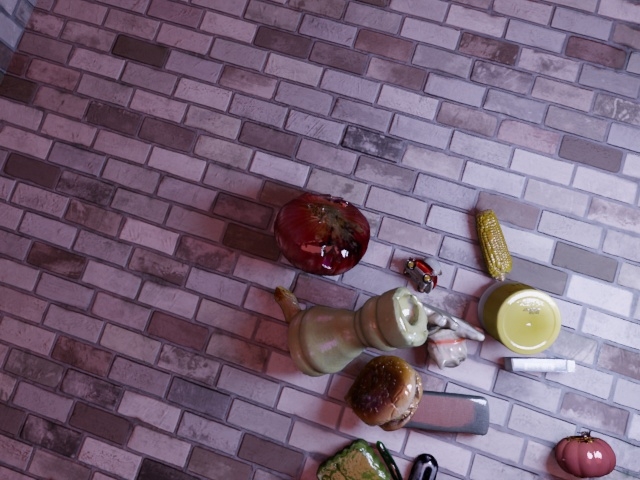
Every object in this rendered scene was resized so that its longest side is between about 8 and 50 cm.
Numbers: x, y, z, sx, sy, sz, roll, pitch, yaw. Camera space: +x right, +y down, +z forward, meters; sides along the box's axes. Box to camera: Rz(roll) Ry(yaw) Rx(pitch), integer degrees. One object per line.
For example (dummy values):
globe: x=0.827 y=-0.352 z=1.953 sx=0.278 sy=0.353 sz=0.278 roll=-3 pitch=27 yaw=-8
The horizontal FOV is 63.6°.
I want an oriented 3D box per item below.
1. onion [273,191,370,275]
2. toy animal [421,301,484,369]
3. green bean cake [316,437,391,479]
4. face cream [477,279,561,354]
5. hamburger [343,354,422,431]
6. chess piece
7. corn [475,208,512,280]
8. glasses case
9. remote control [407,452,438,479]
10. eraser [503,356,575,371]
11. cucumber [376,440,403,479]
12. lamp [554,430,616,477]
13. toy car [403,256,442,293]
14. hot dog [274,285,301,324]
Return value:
onion: x=0.000 y=0.000 z=1.822 sx=0.347 sy=0.285 sz=0.348 roll=10 pitch=45 yaw=-10
toy animal: x=0.393 y=0.322 z=1.721 sx=0.266 sy=0.308 sz=0.188 roll=35 pitch=99 yaw=11
green bean cake: x=0.112 y=0.801 z=1.741 sx=0.214 sy=0.113 sz=0.200 roll=-38 pitch=81 yaw=-2
face cream: x=0.664 y=0.254 z=1.734 sx=0.218 sy=0.179 sz=0.218 roll=0 pitch=95 yaw=-2
hamburger: x=0.213 y=0.506 z=1.731 sx=0.146 sy=0.286 sz=0.243 roll=34 pitch=46 yaw=-29
chess piece: x=0.120 y=0.292 z=1.663 sx=0.442 sy=0.234 sz=0.234 roll=-23 pitch=78 yaw=38
corn: x=0.617 y=0.017 z=1.844 sx=0.097 sy=0.097 sz=0.262 roll=-13 pitch=81 yaw=1
glasses case: x=0.413 y=0.588 z=1.776 sx=0.323 sy=0.074 sz=0.131 roll=4 pitch=80 yaw=4
remote control: x=0.329 y=0.856 z=1.742 sx=0.090 sy=0.066 sz=0.266 roll=19 pitch=82 yaw=10
eraser: x=0.749 y=0.426 z=1.771 sx=0.212 sy=0.092 sz=0.046 roll=1 pitch=80 yaw=4
cucumber: x=0.243 y=0.773 z=1.779 sx=0.036 sy=0.033 sz=0.184 roll=-27 pitch=82 yaw=-19
lamp: x=0.858 y=0.692 z=1.680 sx=0.182 sy=0.182 sz=0.140 roll=-6 pitch=77 yaw=3
toy car: x=0.375 y=0.107 z=1.847 sx=0.112 sy=0.112 sz=0.139 roll=-37 pitch=71 yaw=-17
hot dog: x=-0.113 y=0.232 z=1.871 sx=0.078 sy=0.061 sz=0.169 roll=-16 pitch=102 yaw=32
